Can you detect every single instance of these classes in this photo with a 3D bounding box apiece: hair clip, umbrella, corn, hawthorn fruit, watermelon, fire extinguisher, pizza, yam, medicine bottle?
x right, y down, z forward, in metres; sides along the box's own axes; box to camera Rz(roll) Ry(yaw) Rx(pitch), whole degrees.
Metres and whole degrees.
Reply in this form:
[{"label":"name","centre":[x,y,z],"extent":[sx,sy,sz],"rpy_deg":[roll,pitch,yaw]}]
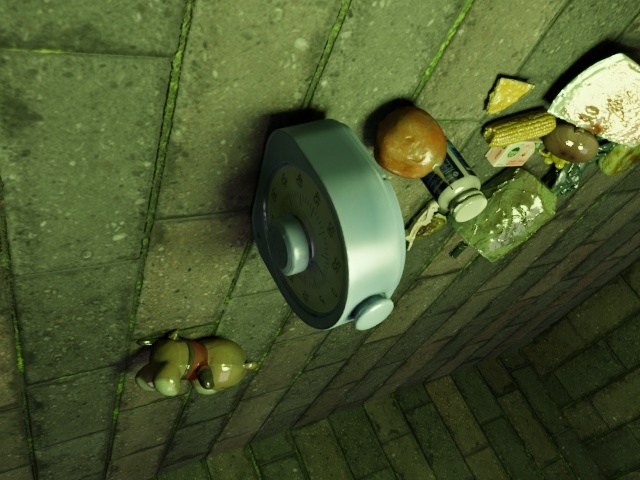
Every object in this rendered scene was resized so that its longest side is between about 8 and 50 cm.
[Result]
[{"label":"hair clip","centre":[0.284,-0.064,1.487],"extent":[0.072,0.034,0.226],"rpy_deg":[22,124,-23]},{"label":"umbrella","centre":[0.758,-0.209,1.599],"extent":[0.143,0.094,0.349],"rpy_deg":[4,140,-37]},{"label":"corn","centre":[0.490,-0.274,1.291],"extent":[0.207,0.068,0.068],"rpy_deg":[-17,150,-18]},{"label":"hawthorn fruit","centre":[0.195,-0.189,1.086],"extent":[0.189,0.149,0.149],"rpy_deg":[34,124,-11]},{"label":"watermelon","centre":[0.693,-0.319,1.251],"extent":[0.261,0.201,0.213],"rpy_deg":[-2,142,-35]},{"label":"fire extinguisher","centre":[0.472,0.036,1.825],"extent":[0.038,0.025,0.083],"rpy_deg":[24,133,-9]},{"label":"pizza","centre":[0.412,-0.336,1.169],"extent":[0.123,0.026,0.108],"rpy_deg":[-31,148,13]},{"label":"yam","centre":[0.537,-0.077,1.537],"extent":[0.271,0.201,0.202],"rpy_deg":[-47,147,20]},{"label":"medicine bottle","centre":[0.296,-0.140,1.214],"extent":[0.107,0.191,0.107],"rpy_deg":[-21,151,-12]}]

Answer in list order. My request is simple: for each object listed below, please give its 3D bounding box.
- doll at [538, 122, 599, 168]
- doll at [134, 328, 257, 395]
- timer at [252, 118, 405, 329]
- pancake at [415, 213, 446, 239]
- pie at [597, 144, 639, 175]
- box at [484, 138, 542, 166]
[{"label":"doll","centre":[0.656,-0.258,1.424],"extent":[0.096,0.145,0.188],"rpy_deg":[-59,-168,-9]},{"label":"doll","centre":[-0.355,0.347,1.500],"extent":[0.235,0.174,0.330],"rpy_deg":[-9,162,36]},{"label":"timer","centre":[0.000,0.000,1.004],"extent":[0.173,0.395,0.395],"rpy_deg":[-16,150,-28]},{"label":"pancake","centre":[0.316,-0.038,1.577],"extent":[0.129,0.022,0.116],"rpy_deg":[-34,151,22]},{"label":"pie","centre":[1.023,-0.316,1.676],"extent":[0.302,0.067,0.302],"rpy_deg":[-22,152,-12]},{"label":"box","centre":[0.506,-0.240,1.384],"extent":[0.125,0.043,0.089],"rpy_deg":[-8,145,-32]}]
